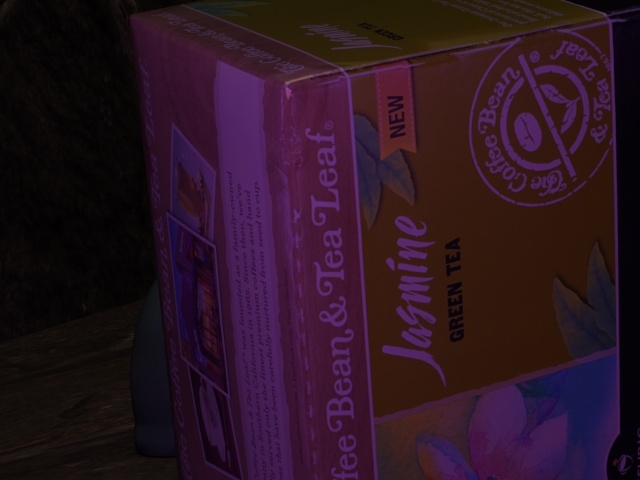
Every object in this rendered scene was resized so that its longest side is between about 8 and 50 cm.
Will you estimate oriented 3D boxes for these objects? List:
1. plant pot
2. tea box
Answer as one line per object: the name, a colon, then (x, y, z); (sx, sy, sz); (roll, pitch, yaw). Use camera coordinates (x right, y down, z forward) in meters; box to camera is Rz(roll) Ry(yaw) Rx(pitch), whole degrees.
plant pot: (-0.065, 0.086, 1.915); (0.293, 0.196, 0.293); (-13, 3, 1)
tea box: (0.081, 0.010, 1.158); (0.324, 0.329, 0.220); (-15, 22, -24)
